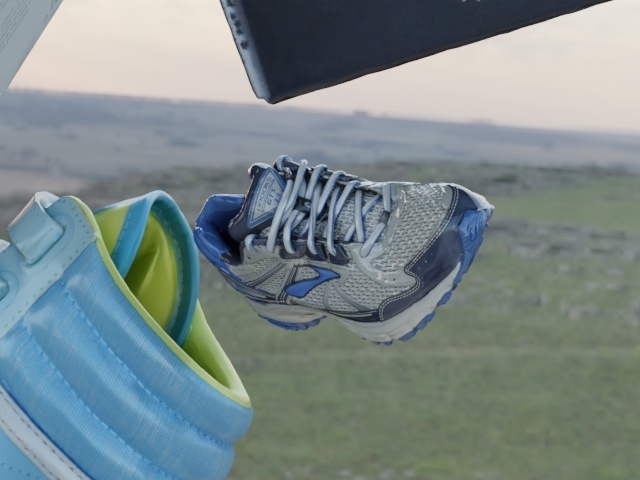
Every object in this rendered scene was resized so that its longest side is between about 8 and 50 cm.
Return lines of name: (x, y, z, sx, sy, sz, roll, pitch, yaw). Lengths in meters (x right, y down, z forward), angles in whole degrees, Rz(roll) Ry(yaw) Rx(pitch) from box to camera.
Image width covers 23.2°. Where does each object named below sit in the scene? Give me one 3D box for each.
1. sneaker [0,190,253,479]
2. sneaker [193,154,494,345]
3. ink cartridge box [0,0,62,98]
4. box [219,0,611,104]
sneaker: (-0.165, 0.043, 0.640, 0.319, 0.208, 0.127, 29, -2, 18)
sneaker: (0.000, 0.000, 0.512, 0.058, 0.052, 0.135, 37, -26, -24)
ink cartridge box: (-0.153, -0.129, 0.636, 0.060, 0.275, 0.239, 24, -29, 2)
box: (0.079, -0.125, 0.462, 0.207, 0.108, 0.153, -15, 7, 19)
